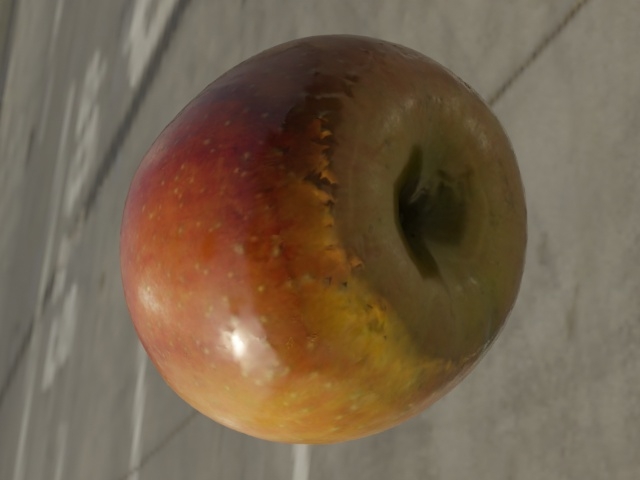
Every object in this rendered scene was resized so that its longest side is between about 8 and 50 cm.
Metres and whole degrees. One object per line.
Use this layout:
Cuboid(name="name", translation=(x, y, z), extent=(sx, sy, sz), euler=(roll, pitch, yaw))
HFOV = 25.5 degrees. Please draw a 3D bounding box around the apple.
Cuboid(name="apple", translation=(0.000, 0.000, 0.755), extent=(0.173, 0.235, 0.210), euler=(-14, 84, 42))
